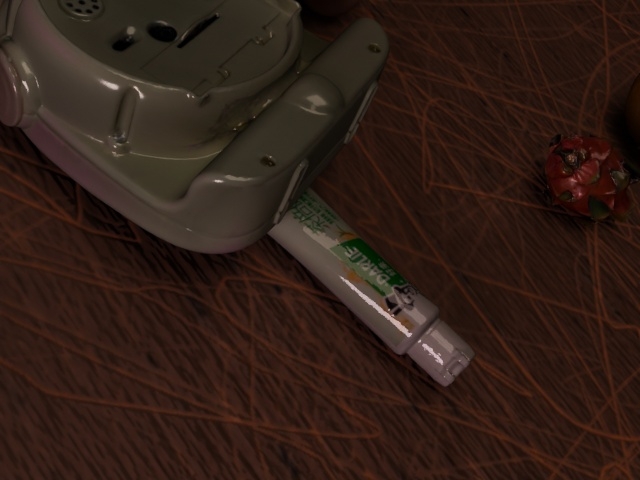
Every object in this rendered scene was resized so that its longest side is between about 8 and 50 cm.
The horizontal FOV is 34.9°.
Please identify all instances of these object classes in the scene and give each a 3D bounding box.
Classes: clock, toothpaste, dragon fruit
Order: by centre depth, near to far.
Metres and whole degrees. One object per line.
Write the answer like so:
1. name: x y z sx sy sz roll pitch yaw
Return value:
1. clock: -0.128 -0.153 0.815 0.324 0.108 0.265 32 48 5
2. toothpaste: 0.000 0.000 0.846 0.314 0.056 0.058 43 7 7
3. dragon fruit: 0.273 -0.060 1.017 0.116 0.086 0.081 22 12 -24

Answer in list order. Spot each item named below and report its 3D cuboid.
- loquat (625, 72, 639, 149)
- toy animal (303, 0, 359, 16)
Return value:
1. loquat: 0.404 -0.143 1.111 0.141 0.141 0.141 15 53 -20
2. toy animal: 0.004 -0.317 0.998 0.171 0.171 0.197 37 41 -2
